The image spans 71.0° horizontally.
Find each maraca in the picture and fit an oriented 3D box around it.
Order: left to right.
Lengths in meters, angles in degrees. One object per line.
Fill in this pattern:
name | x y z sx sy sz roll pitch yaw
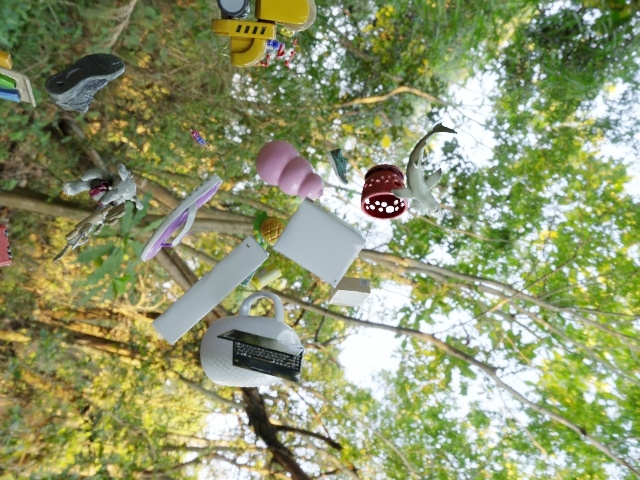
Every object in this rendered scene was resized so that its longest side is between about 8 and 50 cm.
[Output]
maraca | -0.222 -0.053 2.000 0.127 0.186 0.099 -56 169 8

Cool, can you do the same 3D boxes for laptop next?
laptop | -0.179 0.366 1.365 0.136 0.235 0.264 -67 168 -55

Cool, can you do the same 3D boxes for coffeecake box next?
coffeecake box | 0.123 0.222 1.940 0.185 0.143 0.068 117 -22 -61

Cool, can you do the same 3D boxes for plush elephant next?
plush elephant | -1.024 -0.241 2.215 0.256 0.271 0.330 11 -136 45

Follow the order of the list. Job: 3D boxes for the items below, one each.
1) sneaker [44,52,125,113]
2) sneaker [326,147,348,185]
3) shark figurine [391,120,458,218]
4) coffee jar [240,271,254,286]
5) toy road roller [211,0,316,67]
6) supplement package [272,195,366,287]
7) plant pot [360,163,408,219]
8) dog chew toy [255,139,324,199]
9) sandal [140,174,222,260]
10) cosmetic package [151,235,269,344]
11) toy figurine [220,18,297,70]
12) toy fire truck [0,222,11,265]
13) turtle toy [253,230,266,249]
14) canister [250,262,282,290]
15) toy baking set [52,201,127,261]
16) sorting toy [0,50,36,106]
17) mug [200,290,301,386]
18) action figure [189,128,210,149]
sneaker | -0.670 -0.449 1.290 0.227 0.087 0.130 -46 -174 -27
sneaker | 0.090 -0.316 1.908 0.076 0.166 0.065 -23 -168 18
shark figurine | 0.281 -0.210 1.287 0.116 0.167 0.277 -120 -145 -79
coffee jar | -0.373 0.142 2.310 0.184 0.096 0.079 -55 -166 -14
toy road roller | -0.188 -0.688 1.468 0.202 0.330 0.240 -101 -165 -66
supplement package | 0.000 0.000 1.598 0.204 0.262 0.145 -57 -176 12
plant pot | 0.257 -0.203 1.833 0.191 0.191 0.174 -38 -140 45
dog chew toy | -0.126 -0.298 1.997 0.206 0.332 0.206 -50 170 -12
sandal | -0.491 -0.074 1.649 0.416 0.102 0.169 -51 -176 -14
cosmetic package | -0.331 0.141 1.425 0.377 0.097 0.284 -42 -178 -4
toy figurine | -0.304 -0.954 2.200 0.217 0.363 0.191 -110 -151 -70
toy fire truck | -1.154 0.018 1.619 0.135 0.047 0.191 29 -59 43
turtle toy | -0.354 -0.001 2.631 0.095 0.066 0.130 107 -29 -70
canister | -0.328 0.210 2.661 0.170 0.073 0.126 -31 -150 -19
toy baking set | -0.675 -0.037 1.308 0.256 0.030 0.197 -41 -152 -21
sorting toy | -0.960 -0.476 1.286 0.307 0.229 0.041 -13 -115 62
mug | -0.249 0.384 1.767 0.328 0.276 0.373 -9 -113 34
action figure | -0.555 -0.466 2.049 0.038 0.115 0.030 -31 -153 20
